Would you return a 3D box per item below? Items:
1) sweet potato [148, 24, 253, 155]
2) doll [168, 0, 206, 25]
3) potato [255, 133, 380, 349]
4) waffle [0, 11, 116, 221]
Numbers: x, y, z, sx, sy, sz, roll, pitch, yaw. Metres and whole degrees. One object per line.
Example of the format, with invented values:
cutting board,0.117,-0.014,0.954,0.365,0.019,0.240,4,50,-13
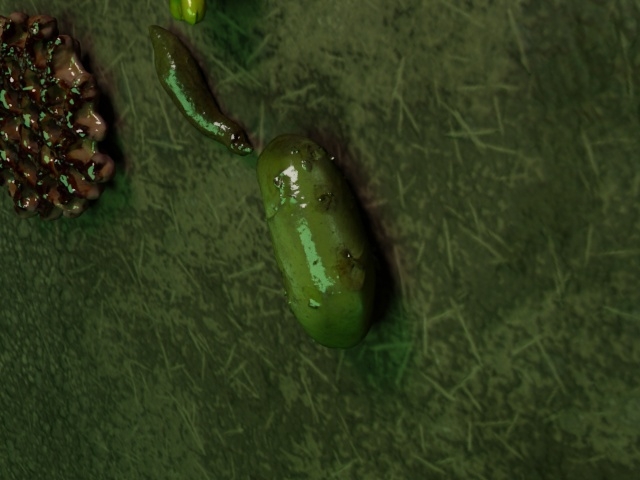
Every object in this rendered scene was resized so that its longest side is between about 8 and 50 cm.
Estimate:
sweet potato,-0.112,-0.128,1.238,0.153,0.038,0.041,53,159,11
doll,-0.120,-0.296,1.125,0.135,0.099,0.241,5,110,38
potato,0.000,0.000,1.153,0.105,0.085,0.188,-16,94,70
waffle,-0.286,-0.126,1.404,0.234,0.055,0.221,-19,96,53
